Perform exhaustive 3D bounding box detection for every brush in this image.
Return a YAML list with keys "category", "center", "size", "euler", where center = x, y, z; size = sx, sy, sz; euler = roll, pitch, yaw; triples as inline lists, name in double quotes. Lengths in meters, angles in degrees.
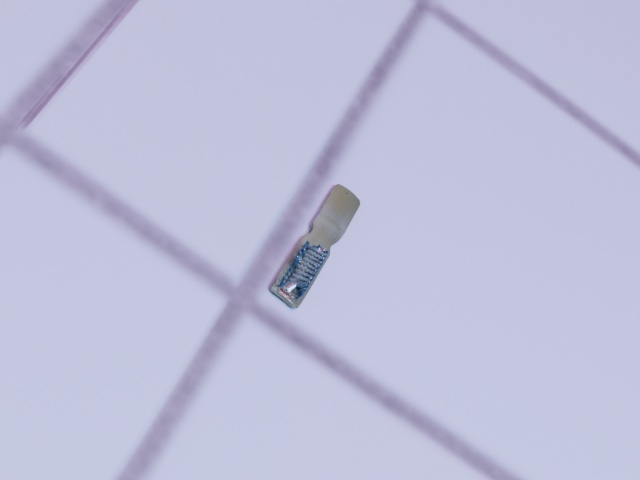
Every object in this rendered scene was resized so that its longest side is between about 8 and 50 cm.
- category: "brush"
  center: [0.000, 0.000, 0.784]
  size: [0.016, 0.013, 0.083]
  euler: [35, 45, -3]
